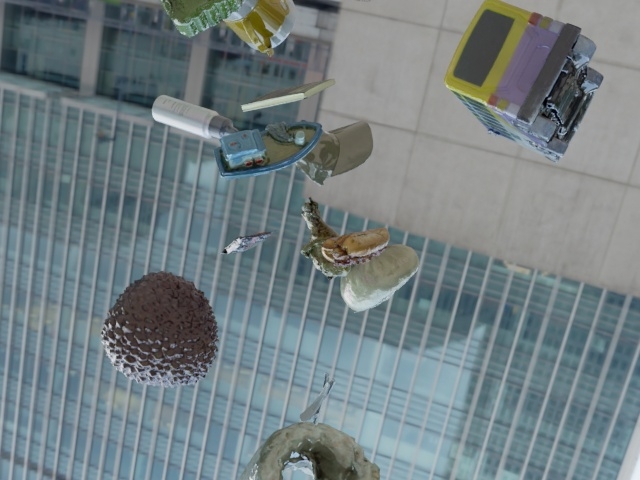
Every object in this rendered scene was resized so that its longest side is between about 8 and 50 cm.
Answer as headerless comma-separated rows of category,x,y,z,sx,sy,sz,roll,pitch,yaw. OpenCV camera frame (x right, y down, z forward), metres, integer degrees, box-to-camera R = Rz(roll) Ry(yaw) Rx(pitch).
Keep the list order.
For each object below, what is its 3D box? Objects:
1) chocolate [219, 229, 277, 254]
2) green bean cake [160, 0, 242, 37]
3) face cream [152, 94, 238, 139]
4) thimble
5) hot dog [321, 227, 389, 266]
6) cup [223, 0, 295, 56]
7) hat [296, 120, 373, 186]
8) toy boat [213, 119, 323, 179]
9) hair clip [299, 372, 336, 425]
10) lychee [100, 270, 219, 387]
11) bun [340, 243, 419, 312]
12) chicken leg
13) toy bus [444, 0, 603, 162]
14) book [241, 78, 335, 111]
chocolate,-0.166,0.007,1.752,0.086,0.028,0.182,-14,171,-31
green bean cake,-0.320,-0.651,1.975,0.214,0.200,0.113,57,179,7
face cream,-0.386,-0.378,2.448,0.311,0.092,0.092,21,-162,26
thimble,-0.027,0.543,1.656,0.292,0.195,0.291,13,-127,-19
hot dog,0.085,0.019,1.820,0.102,0.076,0.249,-12,180,31
cup,-0.192,-0.645,2.215,0.185,0.241,0.226,-24,157,22
hat,0.021,-0.244,1.875,0.144,0.173,0.166,25,-144,-44
toy boat,-0.109,-0.205,1.657,0.238,0.098,0.109,-17,-116,-7
hair clip,-0.005,0.316,1.541,0.030,0.115,0.039,34,-160,29
lychee,-0.326,0.203,1.659,0.271,0.271,0.271,11,-164,-3
bun,0.178,0.107,2.464,0.168,0.273,0.273,56,-159,-1
chicken leg,0.000,0.000,2.026,0.227,0.103,0.088,59,-151,5
toy bus,0.438,-0.327,1.667,0.249,0.209,0.440,29,-173,23
book,-0.091,-0.410,2.185,0.228,0.024,0.160,-4,-158,37
